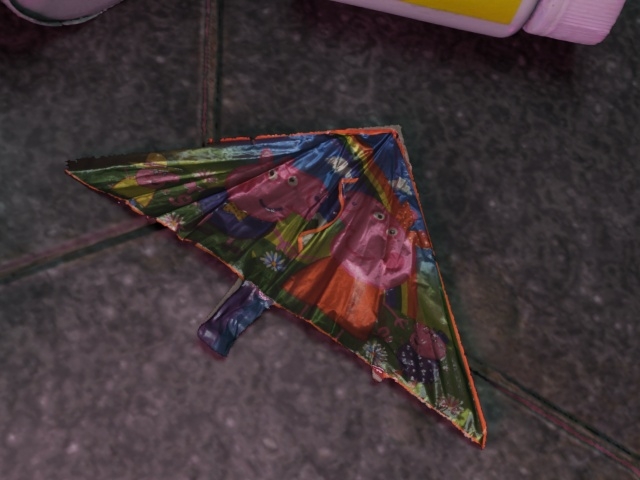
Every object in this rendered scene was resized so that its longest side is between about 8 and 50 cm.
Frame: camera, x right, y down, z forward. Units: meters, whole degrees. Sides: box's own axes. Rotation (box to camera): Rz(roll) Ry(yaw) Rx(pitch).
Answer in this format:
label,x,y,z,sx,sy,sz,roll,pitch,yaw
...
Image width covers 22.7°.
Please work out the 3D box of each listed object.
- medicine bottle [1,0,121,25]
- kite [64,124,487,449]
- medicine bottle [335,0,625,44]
label,x,y,z,sx,sy,sz,roll,pitch,yaw
medicine bottle,-0.206,-0.322,1.050,0.290,0.245,0.245,45,56,13
kite,0.000,0.000,1.038,0.321,0.016,0.234,34,52,7
medicine bottle,0.102,-0.221,1.140,0.225,0.139,0.139,11,54,-9
